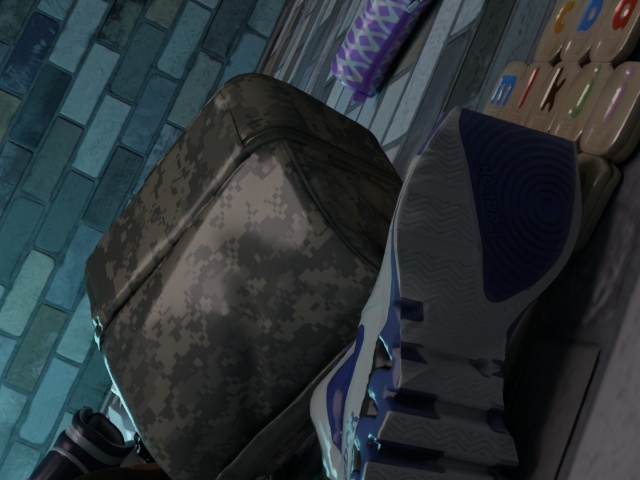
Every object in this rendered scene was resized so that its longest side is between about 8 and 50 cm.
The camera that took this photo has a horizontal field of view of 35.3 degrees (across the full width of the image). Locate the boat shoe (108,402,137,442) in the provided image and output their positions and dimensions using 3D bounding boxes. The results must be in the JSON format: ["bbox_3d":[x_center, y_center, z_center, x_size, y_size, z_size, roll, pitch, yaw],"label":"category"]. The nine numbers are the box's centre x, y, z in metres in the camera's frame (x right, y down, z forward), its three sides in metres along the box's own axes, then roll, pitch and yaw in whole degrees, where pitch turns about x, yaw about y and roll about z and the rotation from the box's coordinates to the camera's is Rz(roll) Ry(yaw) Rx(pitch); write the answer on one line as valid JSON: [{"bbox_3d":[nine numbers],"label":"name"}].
[{"bbox_3d":[-0.306,0.345,1.734,0.301,0.108,0.102,-171,84,-72],"label":"boat shoe"}]

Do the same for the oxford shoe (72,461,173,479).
[{"bbox_3d":[-0.231,0.322,1.298,0.076,0.212,0.076,151,112,-74],"label":"oxford shoe"}]

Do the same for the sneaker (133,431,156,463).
[{"bbox_3d":[-0.170,0.190,1.426,0.107,0.124,0.283,-35,32,65],"label":"sneaker"}]

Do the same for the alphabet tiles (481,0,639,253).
[{"bbox_3d":[0.175,-0.076,0.808,0.278,0.021,0.284,-66,12,5],"label":"alphabet tiles"}]

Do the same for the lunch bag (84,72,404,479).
[{"bbox_3d":[-0.049,0.053,0.890,0.305,0.212,0.256,-46,42,21],"label":"lunch bag"}]

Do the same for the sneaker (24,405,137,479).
[{"bbox_3d":[-0.330,0.324,1.413,0.153,0.099,0.282,-54,-6,-16],"label":"sneaker"}]

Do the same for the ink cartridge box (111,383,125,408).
[{"bbox_3d":[-0.260,0.241,1.641,0.092,0.143,0.090,-64,13,2],"label":"ink cartridge box"}]

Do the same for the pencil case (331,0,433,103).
[{"bbox_3d":[0.095,-0.301,1.435,0.206,0.086,0.088,-57,42,33],"label":"pencil case"}]

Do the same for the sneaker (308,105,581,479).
[{"bbox_3d":[0.063,0.072,0.697,0.182,0.127,0.315,155,131,-70],"label":"sneaker"}]

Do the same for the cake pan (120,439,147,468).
[{"bbox_3d":[-0.329,0.449,1.530,0.293,0.054,0.293,-38,46,54],"label":"cake pan"}]

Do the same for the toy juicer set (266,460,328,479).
[{"bbox_3d":[-0.060,0.277,0.908,0.329,0.089,0.209,-63,13,2],"label":"toy juicer set"}]
